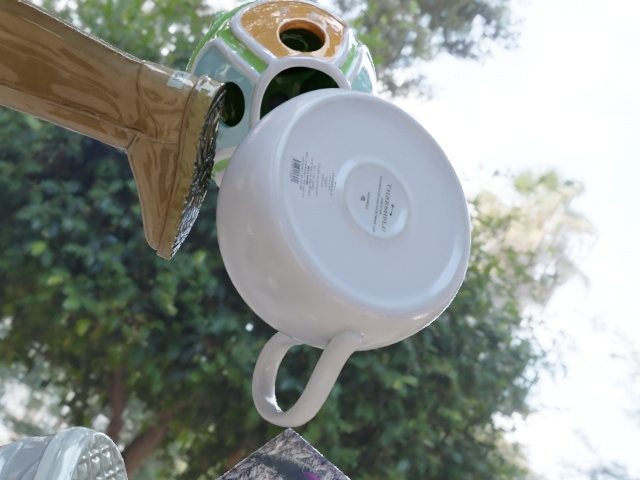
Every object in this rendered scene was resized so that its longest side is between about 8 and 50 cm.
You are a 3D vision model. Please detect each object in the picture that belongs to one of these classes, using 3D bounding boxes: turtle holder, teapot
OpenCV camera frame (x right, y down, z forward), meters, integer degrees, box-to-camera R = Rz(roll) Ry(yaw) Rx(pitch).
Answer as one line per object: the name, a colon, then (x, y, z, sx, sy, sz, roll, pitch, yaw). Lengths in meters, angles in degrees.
turtle holder: (-0.058, -0.133, 1.420, 0.243, 0.320, 0.227, 29, 5, -17)
teapot: (0.000, 0.000, 1.079, 0.187, 0.256, 0.252, -31, -89, 50)

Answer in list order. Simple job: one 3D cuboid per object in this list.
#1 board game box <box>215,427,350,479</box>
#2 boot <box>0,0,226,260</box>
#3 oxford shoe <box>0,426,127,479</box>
board game box: (-0.071, 0.382, 1.288, 0.232, 0.291, 0.141, 29, -32, 54)
boot: (-0.245, -0.123, 1.242, 0.270, 0.089, 0.236, 21, -57, 6)
oxford shoe: (-0.266, 0.340, 0.897, 0.130, 0.449, 0.169, -5, -46, 16)
